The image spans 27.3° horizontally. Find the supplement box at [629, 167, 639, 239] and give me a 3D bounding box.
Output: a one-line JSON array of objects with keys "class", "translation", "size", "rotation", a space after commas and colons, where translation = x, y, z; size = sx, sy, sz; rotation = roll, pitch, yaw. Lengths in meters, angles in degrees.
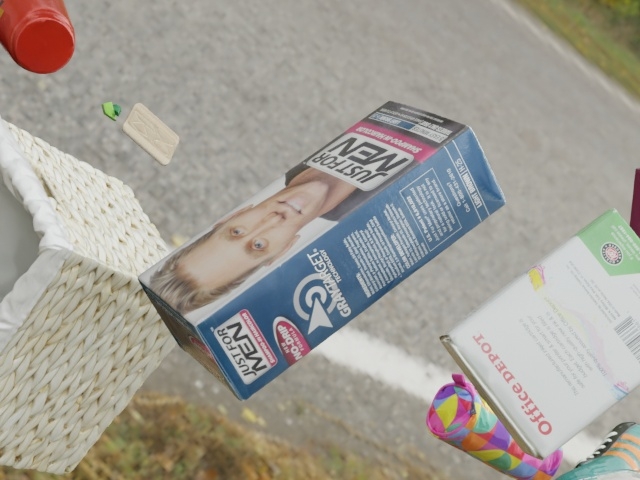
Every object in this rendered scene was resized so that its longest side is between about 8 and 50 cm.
[{"class": "supplement box", "translation": [0.506, -0.050, 1.836], "size": [0.081, 0.104, 0.188], "rotation": [11, 11, 36]}]

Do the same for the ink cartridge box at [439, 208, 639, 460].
[{"class": "ink cartridge box", "translation": [0.248, 0.094, 1.315], "size": [0.154, 0.212, 0.093], "rotation": [52, -6, 4]}]

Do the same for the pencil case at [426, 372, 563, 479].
[{"class": "pencil case", "translation": [0.269, 0.296, 2.027], "size": [0.236, 0.104, 0.104], "rotation": [34, 23, -34]}]

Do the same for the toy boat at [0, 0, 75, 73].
[{"class": "toy boat", "translation": [-0.157, -0.273, 0.913], "size": [0.267, 0.318, 0.148], "rotation": [18, 21, -33]}]

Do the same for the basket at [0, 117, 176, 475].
[{"class": "basket", "translation": [-0.378, 0.075, 1.658], "size": [0.266, 0.331, 0.328], "rotation": [29, 16, -43]}]

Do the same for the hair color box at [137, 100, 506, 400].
[{"class": "hair color box", "translation": [0.000, 0.000, 1.369], "size": [0.174, 0.347, 0.105], "rotation": [28, -29, 59]}]

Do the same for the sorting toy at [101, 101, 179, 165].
[{"class": "sorting toy", "translation": [-0.174, -0.110, 1.269], "size": [0.083, 0.012, 0.062], "rotation": [41, 25, -14]}]

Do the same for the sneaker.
[{"class": "sneaker", "translation": [0.404, 0.318, 1.804], "size": [0.302, 0.108, 0.121], "rotation": [0, 36, -38]}]
